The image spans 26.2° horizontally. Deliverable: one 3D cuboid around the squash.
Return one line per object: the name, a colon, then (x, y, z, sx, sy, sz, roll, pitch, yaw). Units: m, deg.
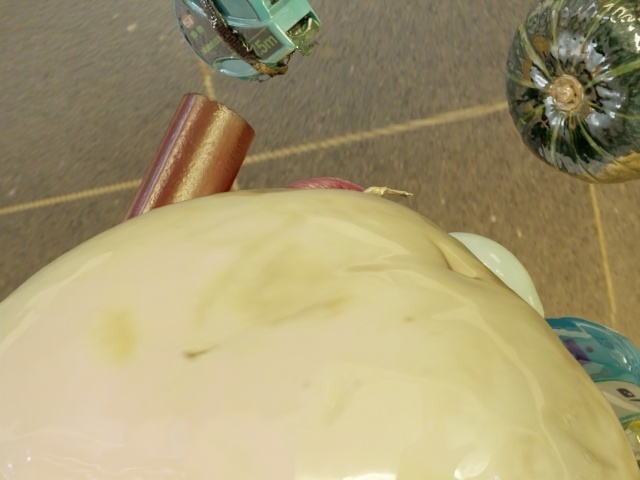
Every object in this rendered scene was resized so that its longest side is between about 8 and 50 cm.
squash: (0.339, -0.191, 1.648, 0.252, 0.165, 0.252, 18, 115, 43)

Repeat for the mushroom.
mushroom: (-0.005, 0.129, 0.667, 0.353, 0.353, 0.325, 21, 76, -3)

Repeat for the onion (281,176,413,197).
onion: (-0.003, 0.010, 1.711, 0.201, 0.200, 0.207, 36, 64, -8)

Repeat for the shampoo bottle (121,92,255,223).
shampoo bottle: (-0.166, -0.035, 1.566, 0.102, 0.064, 0.260, 35, 67, -29)

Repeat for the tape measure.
tape measure: (-0.079, -0.218, 1.333, 0.146, 0.081, 0.125, 52, 144, -11)

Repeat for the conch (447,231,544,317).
conch: (0.166, 0.081, 1.620, 0.221, 0.121, 0.184, -4, 96, 49)

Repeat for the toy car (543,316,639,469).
toy car: (0.233, 0.189, 1.155, 0.198, 0.314, 0.166, -8, 152, -27)
